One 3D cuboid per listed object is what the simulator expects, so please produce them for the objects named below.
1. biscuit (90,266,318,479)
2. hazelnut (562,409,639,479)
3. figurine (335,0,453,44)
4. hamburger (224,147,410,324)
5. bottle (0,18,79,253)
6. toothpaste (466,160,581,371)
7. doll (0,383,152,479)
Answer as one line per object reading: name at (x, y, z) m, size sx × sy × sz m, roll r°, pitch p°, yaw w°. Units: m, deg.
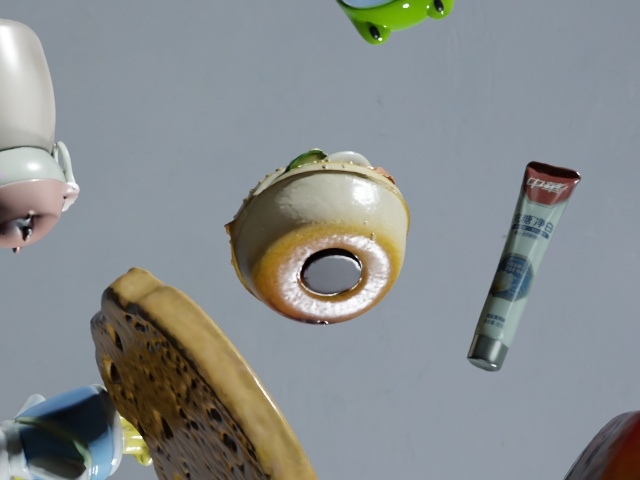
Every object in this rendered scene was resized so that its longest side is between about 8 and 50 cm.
biscuit at (-0.096, 0.171, 1.173) m, size 0.057 × 0.351 × 0.312 m, roll -29°, pitch 82°, yaw -24°
hazelnut at (0.191, 0.173, 0.573) m, size 0.212 × 0.181 × 0.181 m, roll 11°, pitch 87°, yaw 16°
figurine at (0.068, -0.370, 1.623) m, size 0.162 × 0.143 × 0.263 m, roll -20°, pitch 77°, yaw 7°
hamburger at (0.003, 0.002, 1.638) m, size 0.236 × 0.147 × 0.237 m, roll -5°, pitch 130°, yaw -6°
bottle at (-0.344, -0.102, 1.439) m, size 0.147 × 0.147 × 0.237 m, roll -20°, pitch 77°, yaw 8°
toothpaste at (0.211, 0.025, 1.431) m, size 0.062 × 0.039 × 0.239 m, roll 16°, pitch 71°, yaw 21°
doll at (-0.281, 0.200, 1.294) m, size 0.241 × 0.099 × 0.135 m, roll -14°, pitch 63°, yaw -24°
